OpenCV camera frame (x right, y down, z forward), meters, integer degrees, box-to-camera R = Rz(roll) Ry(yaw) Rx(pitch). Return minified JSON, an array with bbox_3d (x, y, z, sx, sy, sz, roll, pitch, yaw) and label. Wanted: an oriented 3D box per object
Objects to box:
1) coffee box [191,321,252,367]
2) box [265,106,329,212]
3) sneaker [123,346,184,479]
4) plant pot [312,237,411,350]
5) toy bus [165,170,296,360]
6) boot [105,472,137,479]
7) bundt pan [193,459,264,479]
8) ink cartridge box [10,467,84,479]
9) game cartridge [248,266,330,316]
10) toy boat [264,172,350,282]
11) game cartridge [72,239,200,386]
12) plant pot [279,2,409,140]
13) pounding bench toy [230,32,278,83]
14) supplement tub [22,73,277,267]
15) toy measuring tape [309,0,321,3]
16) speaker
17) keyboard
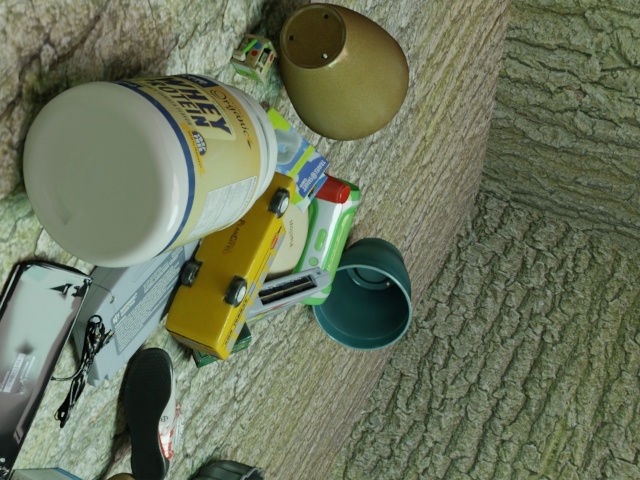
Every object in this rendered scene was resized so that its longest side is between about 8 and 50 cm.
[{"bbox_3d":[-0.197,0.208,1.766,0.113,0.040,0.184,-23,172,-12],"label":"coffee box"},{"bbox_3d":[-0.063,-0.151,1.695,0.042,0.178,0.109,-28,-156,54],"label":"box"},{"bbox_3d":[-0.308,0.305,1.681,0.145,0.090,0.270,-81,174,-74],"label":"sneaker"},{"bbox_3d":[0.136,0.125,2.520,0.255,0.271,0.272,-66,170,-59],"label":"plant pot"},{"bbox_3d":[-0.151,0.034,1.588,0.130,0.108,0.333,71,41,-67],"label":"toy bus"},{"bbox_3d":[-0.421,0.509,1.561,0.305,0.112,0.115,-49,145,-41],"label":"boot"},{"bbox_3d":[-0.269,0.678,2.187,0.331,0.124,0.331,-56,160,-32],"label":"bundt pan"},{"bbox_3d":[-0.451,0.418,1.408,0.104,0.061,0.181,-66,163,-7],"label":"ink cartridge box"},{"bbox_3d":[-0.131,0.132,1.815,0.196,0.060,0.294,-26,174,36],"label":"game cartridge"},{"bbox_3d":[-0.079,-0.062,1.843,0.318,0.148,0.267,-39,143,-44],"label":"toy boat"},{"bbox_3d":[-0.297,0.074,1.464,0.297,0.062,0.198,-53,154,-39],"label":"game cartridge"},{"bbox_3d":[0.020,-0.321,1.607,0.237,0.237,0.254,-67,163,0],"label":"plant pot"},{"bbox_3d":[-0.114,-0.319,1.518,0.065,0.052,0.083,-65,163,-9],"label":"pounding bench toy"},{"bbox_3d":[-0.210,-0.105,1.198,0.316,0.228,0.228,-30,139,-64],"label":"supplement tub"},{"bbox_3d":[0.069,-0.544,1.689,0.121,0.121,0.330,-18,129,-68],"label":"toy measuring tape"},{"bbox_3d":[0.000,0.000,2.147,0.131,0.131,0.297,-24,134,-66],"label":"speaker"},{"bbox_3d":[-0.401,0.186,1.253,0.201,0.033,0.317,25,89,-50],"label":"keyboard"}]
